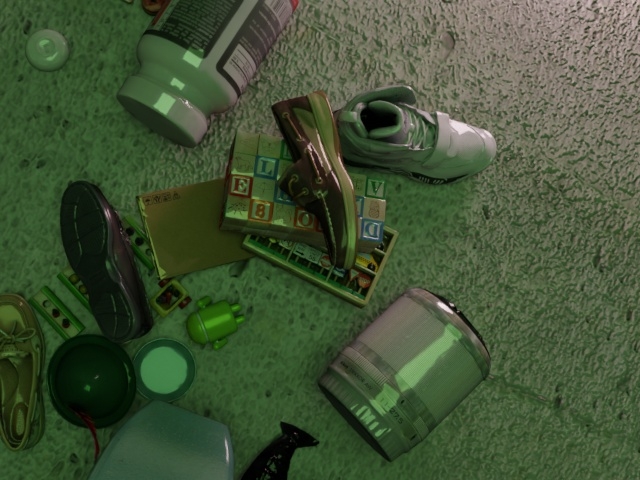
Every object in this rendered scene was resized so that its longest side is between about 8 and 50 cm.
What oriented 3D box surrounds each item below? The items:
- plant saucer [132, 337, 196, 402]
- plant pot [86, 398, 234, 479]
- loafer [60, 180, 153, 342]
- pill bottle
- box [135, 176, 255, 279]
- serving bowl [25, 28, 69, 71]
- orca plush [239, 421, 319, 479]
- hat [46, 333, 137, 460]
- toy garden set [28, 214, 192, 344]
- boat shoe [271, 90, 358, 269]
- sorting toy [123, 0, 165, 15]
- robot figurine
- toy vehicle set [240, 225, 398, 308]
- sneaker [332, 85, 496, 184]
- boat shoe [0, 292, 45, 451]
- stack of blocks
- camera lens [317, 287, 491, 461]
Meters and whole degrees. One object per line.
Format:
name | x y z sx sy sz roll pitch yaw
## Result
plant saucer | -0.294 0.243 1.692 0.119 0.021 0.119 1 84 -9
plant pot | -0.273 0.428 1.565 0.247 0.248 0.252 22 59 -3
loafer | -0.384 0.039 1.631 0.109 0.095 0.303 -23 81 20
pill bottle | -0.210 -0.370 1.677 0.210 0.210 0.363 32 80 -5
box | -0.232 -0.025 1.705 0.201 0.021 0.165 -14 87 -27
serving bowl | -0.521 -0.365 1.717 0.083 0.027 0.083 1 85 -10
orca plush | -0.096 0.481 1.658 0.151 0.102 0.287 41 79 -3
hat | -0.426 0.256 1.553 0.208 0.183 0.173 7 91 15
toy garden set | -0.382 0.104 1.678 0.244 0.049 0.204 -43 92 -11
boat shoe | -0.017 -0.104 1.599 0.123 0.123 0.342 -10 73 -9
sorting toy | -0.409 -0.555 1.748 0.274 0.046 0.132 26 80 -5
robot figurine | -0.200 0.154 1.694 0.115 0.067 0.101 -22 96 -11
toy vehicle set | 0.000 0.000 1.747 0.266 0.035 0.166 27 71 -6
sneaker | 0.183 -0.197 1.724 0.365 0.210 0.138 6 83 -9
boat shoe | -0.546 0.233 1.616 0.104 0.089 0.285 -10 85 -10
stack of blocks | -0.030 -0.088 1.696 0.297 0.087 0.171 10 72 -11
camera lens | 0.160 0.242 1.668 0.274 0.219 0.219 -42 92 -11
